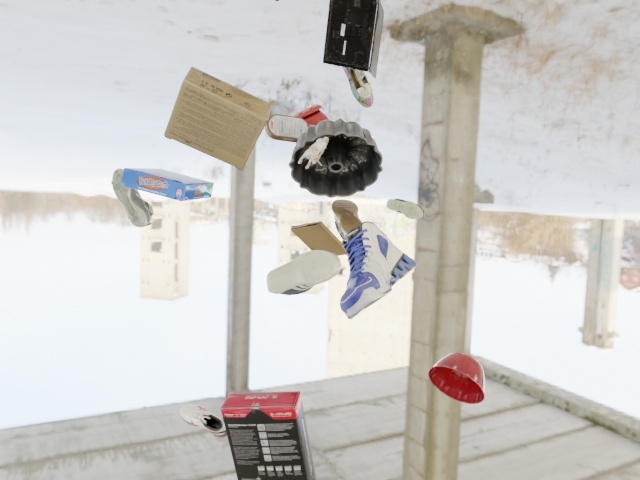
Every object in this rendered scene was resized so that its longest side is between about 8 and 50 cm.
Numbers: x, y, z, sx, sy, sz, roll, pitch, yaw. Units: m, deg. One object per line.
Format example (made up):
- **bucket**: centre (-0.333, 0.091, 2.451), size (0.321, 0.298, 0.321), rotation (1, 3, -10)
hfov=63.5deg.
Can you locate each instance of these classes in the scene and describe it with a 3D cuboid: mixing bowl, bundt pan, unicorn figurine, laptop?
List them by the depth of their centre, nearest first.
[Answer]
- **unicorn figurine**: centre (-0.019, -0.263, 1.563), size (0.060, 0.161, 0.111), rotation (29, 144, -9)
- **mixing bowl**: centre (0.444, 0.420, 1.635), size (0.182, 0.181, 0.098), rotation (6, -136, 38)
- **laptop**: centre (0.117, -0.684, 1.732), size (0.265, 0.234, 0.137), rotation (2, -170, -24)
- **bundt pan**: centre (0.053, -0.302, 1.831), size (0.331, 0.124, 0.330), rotation (-1, 145, 0)

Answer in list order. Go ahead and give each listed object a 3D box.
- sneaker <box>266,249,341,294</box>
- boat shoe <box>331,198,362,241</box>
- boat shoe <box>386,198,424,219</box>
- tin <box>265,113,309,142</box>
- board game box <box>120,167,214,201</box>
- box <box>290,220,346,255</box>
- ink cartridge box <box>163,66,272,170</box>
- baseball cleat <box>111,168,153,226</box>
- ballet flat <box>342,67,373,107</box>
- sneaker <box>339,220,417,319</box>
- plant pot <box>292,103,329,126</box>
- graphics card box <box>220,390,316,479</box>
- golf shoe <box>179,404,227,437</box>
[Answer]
- **sneaker**: centre (-0.040, 0.126, 1.966), size (0.350, 0.131, 0.148), rotation (-17, 159, 37)
- **boat shoe**: centre (0.098, -0.062, 1.890), size (0.103, 0.092, 0.285), rotation (-3, -149, -11)
- **boat shoe**: centre (0.259, -0.095, 1.547), size (0.043, 0.049, 0.137), rotation (4, -166, -43)
- **tin**: centre (-0.137, -0.472, 2.173), size (0.190, 0.106, 0.040), rotation (3, 165, -18)
- **board game box**: centre (-0.386, -0.146, 1.334), size (0.160, 0.047, 0.210), rotation (15, -171, 4)
- **box**: centre (0.000, 0.000, 2.079), size (0.165, 0.021, 0.201), rotation (-10, 137, 41)
- **ink cartridge box**: centre (-0.277, -0.325, 1.401), size (0.235, 0.193, 0.088), rotation (23, -137, -17)
- **baseball cleat**: centre (-0.624, -0.140, 1.725), size (0.072, 0.205, 0.109), rotation (-18, -177, 13)
- **ballet flat**: centre (0.143, -0.592, 1.906), size (0.077, 0.221, 0.079), rotation (-34, -160, -17)
- **sneaker**: centre (0.109, 0.060, 1.303), size (0.127, 0.182, 0.316), rotation (-43, 174, 34)
- **plant pot**: centre (-0.044, -0.539, 2.461), size (0.191, 0.174, 0.191), rotation (-26, -165, 7)
- **graphics card box**: centre (-0.151, 0.638, 1.585), size (0.233, 0.370, 0.094), rotation (-6, -163, 11)
- **golf shoe**: centre (-0.395, 0.598, 1.749), size (0.186, 0.067, 0.085), rotation (18, 146, 14)
